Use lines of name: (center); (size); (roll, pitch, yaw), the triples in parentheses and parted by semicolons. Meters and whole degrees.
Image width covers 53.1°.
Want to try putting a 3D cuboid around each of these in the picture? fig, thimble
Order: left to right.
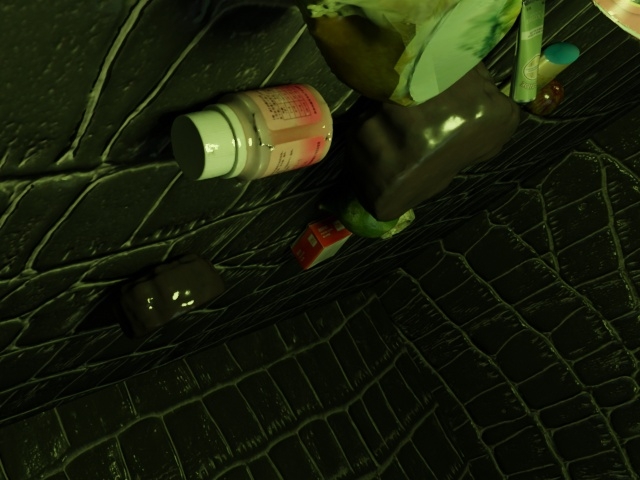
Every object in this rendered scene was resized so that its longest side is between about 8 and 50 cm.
fig: (0.101, -0.114, 1.770); (0.235, 0.203, 0.203); (11, -166, 35)
thimble: (0.207, -0.094, 2.020); (0.137, 0.143, 0.190); (-27, 168, -11)
fig: (0.621, -0.402, 1.830); (0.109, 0.103, 0.154); (17, 160, -20)

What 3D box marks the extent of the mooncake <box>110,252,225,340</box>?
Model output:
mooncake: (-0.388, 0.137, 1.626); (0.283, 0.141, 0.283); (-27, 177, -2)

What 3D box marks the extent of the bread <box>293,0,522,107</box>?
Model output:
bread: (0.072, -0.301, 0.637); (0.239, 0.264, 0.395); (-28, 170, 14)

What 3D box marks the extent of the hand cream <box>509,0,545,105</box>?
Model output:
hand cream: (0.423, -0.383, 1.304); (0.086, 0.055, 0.235); (-33, 134, -37)

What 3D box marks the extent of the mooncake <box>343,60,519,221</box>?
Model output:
mooncake: (0.227, -0.230, 1.356); (0.381, 0.212, 0.350); (-30, 169, -18)

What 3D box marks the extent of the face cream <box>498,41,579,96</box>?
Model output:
face cream: (0.533, -0.406, 1.677); (0.139, 0.067, 0.285); (-18, 164, -44)

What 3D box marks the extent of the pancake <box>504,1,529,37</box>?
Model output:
pancake: (0.382, -0.441, 1.307); (0.116, 0.023, 0.129); (-36, 166, 30)

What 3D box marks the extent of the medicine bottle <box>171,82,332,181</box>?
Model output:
medicine bottle: (-0.106, -0.170, 1.025); (0.247, 0.147, 0.147); (-19, 164, -37)

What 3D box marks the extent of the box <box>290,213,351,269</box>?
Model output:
box: (0.000, 0.000, 2.049); (0.133, 0.099, 0.182); (-25, 166, -31)

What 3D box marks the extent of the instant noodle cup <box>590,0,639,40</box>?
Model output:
instant noodle cup: (0.555, -0.500, 1.058); (0.244, 0.244, 0.255); (-15, 152, -48)
